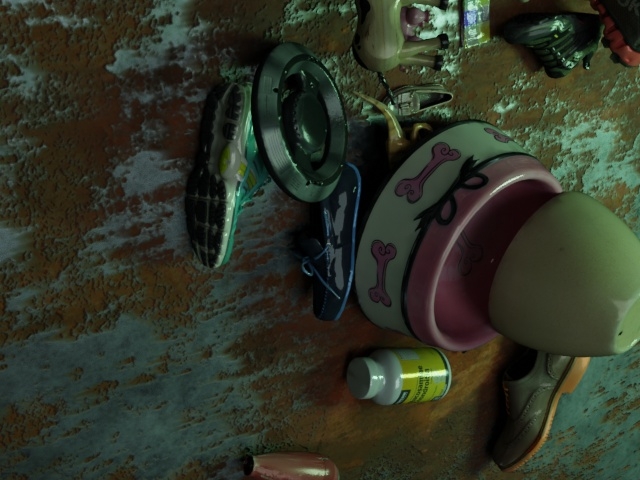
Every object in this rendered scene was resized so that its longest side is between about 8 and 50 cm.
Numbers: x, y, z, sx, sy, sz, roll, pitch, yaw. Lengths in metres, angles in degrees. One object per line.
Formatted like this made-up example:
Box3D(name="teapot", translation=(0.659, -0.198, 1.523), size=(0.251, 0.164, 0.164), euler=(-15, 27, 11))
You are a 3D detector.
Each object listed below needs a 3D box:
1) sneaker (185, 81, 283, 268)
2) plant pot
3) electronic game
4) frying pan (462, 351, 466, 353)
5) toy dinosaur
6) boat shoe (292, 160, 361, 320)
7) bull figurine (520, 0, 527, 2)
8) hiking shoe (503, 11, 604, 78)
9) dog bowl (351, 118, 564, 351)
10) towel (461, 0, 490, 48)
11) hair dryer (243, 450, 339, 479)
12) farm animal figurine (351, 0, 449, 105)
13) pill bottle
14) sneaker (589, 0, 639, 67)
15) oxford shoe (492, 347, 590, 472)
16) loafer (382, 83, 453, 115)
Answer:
Box3D(name="sneaker", translation=(-0.117, -0.087, 1.075), size=(0.110, 0.107, 0.275), euler=(4, 108, -42))
Box3D(name="plant pot", translation=(0.448, 0.083, 1.242), size=(0.284, 0.191, 0.284), euler=(-24, 130, -32))
Box3D(name="electronic game", translation=(-0.026, -0.168, 1.066), size=(0.229, 0.048, 0.229), euler=(14, 73, -58))
Box3D(name="frying pan", translation=(0.405, 0.094, 1.447), size=(0.326, 0.053, 0.197), euler=(-46, 163, -12))
Box3D(name="toy dinosaur", translation=(0.125, -0.161, 1.200), size=(0.112, 0.064, 0.212), euler=(-32, 131, -25))
Box3D(name="boat shoe", translation=(0.000, 0.000, 1.198), size=(0.089, 0.109, 0.258), euler=(2, 92, -23))
Box3D(name="bull figurine", translation=(0.330, -0.482, 1.141), size=(0.310, 0.101, 0.188), euler=(-35, 157, 18))
Box3D(name="hiking shoe", translation=(0.412, -0.339, 1.302), size=(0.226, 0.086, 0.114), euler=(-11, 112, -29))
Box3D(name="dog bowl", translation=(0.252, 0.010, 1.268), size=(0.408, 0.150, 0.408), euler=(-23, 129, -32))
Box3D(name="towel", translation=(0.260, -0.367, 1.243), size=(0.060, 0.009, 0.083), euler=(-18, 119, -24))
Box3D(name="hair dryer", translation=(-0.060, 0.485, 1.367), size=(0.223, 0.080, 0.294), euler=(-32, 123, -16))
Box3D(name="farm animal figurine", translation=(0.060, -0.390, 0.940), size=(0.172, 0.330, 0.327), euler=(-1, 130, -6))
Box3D(name="pill bottle", translation=(0.144, 0.251, 1.378), size=(0.184, 0.103, 0.103), euler=(3, 108, -33))
Box3D(name="sneaker", translation=(0.495, -0.430, 1.232), size=(0.097, 0.135, 0.276), euler=(-36, 94, -38))
Box3D(name="oxford shoe", translation=(0.443, 0.339, 1.617), size=(0.132, 0.130, 0.364), euler=(21, 108, -3))
Box3D(name="loafer", translation=(0.160, -0.231, 1.220), size=(0.125, 0.039, 0.045), euler=(-19, 121, -24))
